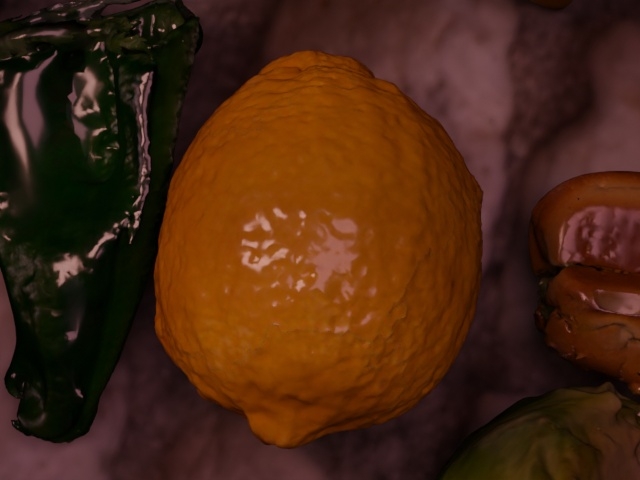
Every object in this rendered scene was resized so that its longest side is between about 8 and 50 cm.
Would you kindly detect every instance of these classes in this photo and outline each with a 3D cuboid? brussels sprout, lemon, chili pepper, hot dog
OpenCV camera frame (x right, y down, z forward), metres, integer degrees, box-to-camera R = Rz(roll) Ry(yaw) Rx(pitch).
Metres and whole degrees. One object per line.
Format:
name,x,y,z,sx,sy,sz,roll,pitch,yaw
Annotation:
brussels sprout,0.103,0.144,0.633,0.152,0.122,0.149,-16,85,-48
lemon,0.000,0.000,0.632,0.142,0.142,0.187,6,63,-7
chili pepper,-0.112,-0.018,0.660,0.108,0.062,0.216,5,81,25
hot dog,0.226,0.031,0.685,0.269,0.072,0.115,8,49,-7

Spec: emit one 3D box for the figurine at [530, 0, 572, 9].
figurine,0.100,-0.232,0.545,0.401,0.387,0.268,45,67,-9
